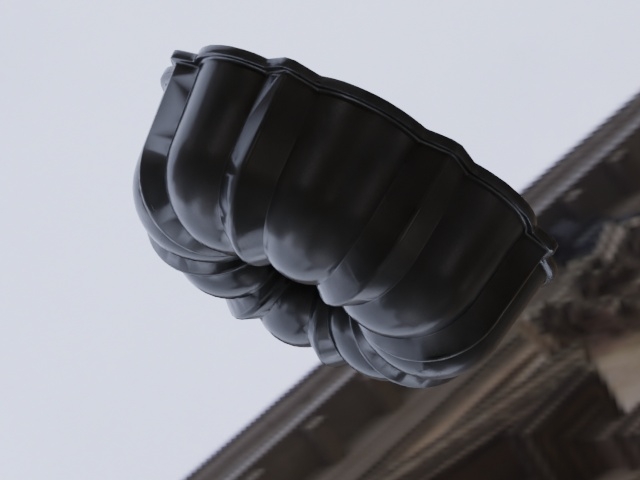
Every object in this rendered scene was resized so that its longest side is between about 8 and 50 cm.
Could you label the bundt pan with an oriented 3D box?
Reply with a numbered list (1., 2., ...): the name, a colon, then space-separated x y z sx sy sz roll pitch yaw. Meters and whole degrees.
1. bundt pan: 0.000 0.000 1.331 0.331 0.331 0.124 36 -107 -22
